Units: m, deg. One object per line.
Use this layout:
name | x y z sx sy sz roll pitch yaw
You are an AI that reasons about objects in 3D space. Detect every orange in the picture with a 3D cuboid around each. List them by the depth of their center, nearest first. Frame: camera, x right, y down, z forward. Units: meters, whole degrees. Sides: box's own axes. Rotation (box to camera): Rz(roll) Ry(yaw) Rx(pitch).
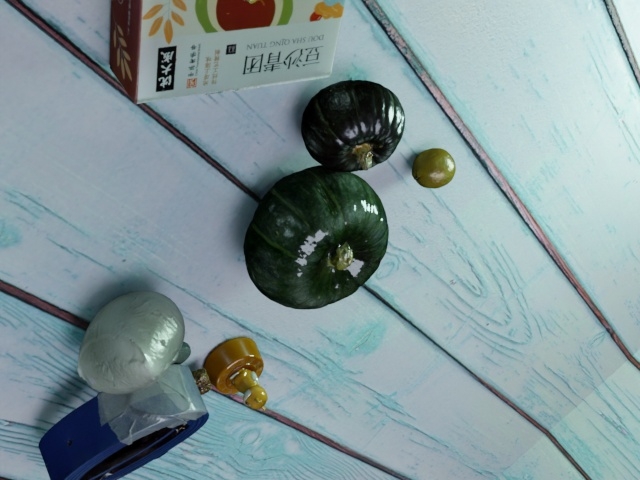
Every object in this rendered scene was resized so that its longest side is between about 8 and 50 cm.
orange | 0.235 -0.149 1.946 0.095 0.085 0.085 -27 141 -19

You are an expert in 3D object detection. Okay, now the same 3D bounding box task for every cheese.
cheese | -0.345 0.181 1.715 0.154 0.198 0.189 56 45 -20

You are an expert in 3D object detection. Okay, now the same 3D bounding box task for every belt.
belt | -0.393 0.376 1.842 0.347 0.117 0.212 -31 155 7

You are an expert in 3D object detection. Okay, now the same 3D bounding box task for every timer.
timer | -0.163 0.306 2.014 0.132 0.152 0.132 -22 139 -21

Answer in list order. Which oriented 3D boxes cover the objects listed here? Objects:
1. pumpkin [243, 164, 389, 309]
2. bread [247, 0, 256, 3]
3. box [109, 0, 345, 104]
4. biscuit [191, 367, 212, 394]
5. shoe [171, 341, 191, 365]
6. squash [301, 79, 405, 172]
pumpkin | 0.000 0.000 1.801 0.300 0.207 0.300 -26 135 -29
bread | -0.107 -0.403 1.228 0.103 0.065 0.187 -40 143 4
box | -0.122 -0.412 1.356 0.344 0.122 0.385 -14 136 -29
biscuit | -0.329 0.327 1.974 0.199 0.034 0.064 -20 136 -11
shoe | -0.334 0.229 1.861 0.079 0.078 0.195 -1 153 -41
squash | 0.060 -0.207 1.692 0.193 0.156 0.193 -4 130 -5
